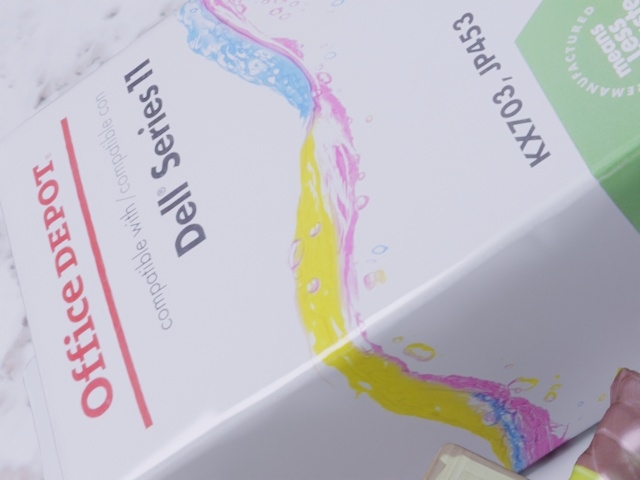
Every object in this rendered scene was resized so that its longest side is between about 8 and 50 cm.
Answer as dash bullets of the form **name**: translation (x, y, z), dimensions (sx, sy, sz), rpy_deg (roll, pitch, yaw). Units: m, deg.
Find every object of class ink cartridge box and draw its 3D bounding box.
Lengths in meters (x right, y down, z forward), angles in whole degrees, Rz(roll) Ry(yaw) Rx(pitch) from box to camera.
- **ink cartridge box**: translation (0.000, 0.000, 0.675), dimensions (0.353, 0.119, 0.207), rpy_deg (-35, 46, 13)

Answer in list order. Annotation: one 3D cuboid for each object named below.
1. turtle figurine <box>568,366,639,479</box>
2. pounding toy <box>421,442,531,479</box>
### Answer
- **turtle figurine**: translation (0.037, 0.138, 0.459), dimensions (0.217, 0.087, 0.269), rpy_deg (-48, 60, -1)
- **pounding toy**: translation (0.058, 0.155, 0.555), dimensions (0.130, 0.100, 0.141), rpy_deg (24, 79, 30)
